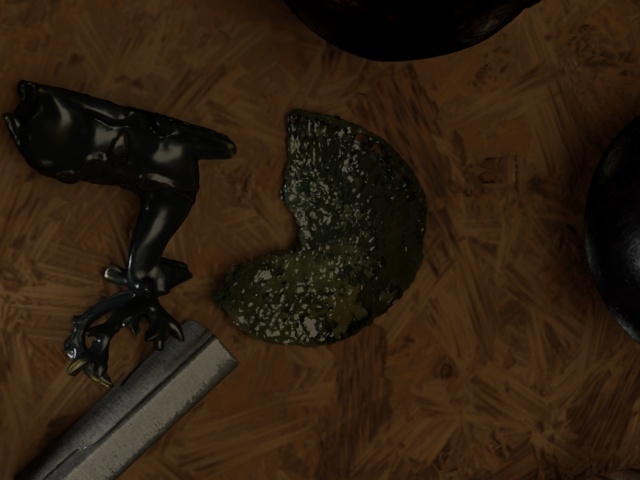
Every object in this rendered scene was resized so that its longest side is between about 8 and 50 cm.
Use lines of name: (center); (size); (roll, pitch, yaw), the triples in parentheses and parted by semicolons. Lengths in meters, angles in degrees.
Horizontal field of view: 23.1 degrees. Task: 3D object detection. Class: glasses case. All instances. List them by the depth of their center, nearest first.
glasses case: (-0.166, 0.153, 1.332); (0.205, 0.071, 0.047); (-42, 110, -13)

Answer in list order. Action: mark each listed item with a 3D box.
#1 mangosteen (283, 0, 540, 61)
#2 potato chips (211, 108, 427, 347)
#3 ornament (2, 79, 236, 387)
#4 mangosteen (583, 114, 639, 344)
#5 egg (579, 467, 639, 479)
mangosteen: (0.068, -0.305, 1.254); (0.297, 0.297, 0.313); (-31, 100, -18)
potato chips: (0.002, 0.001, 1.412); (0.202, 0.029, 0.220); (45, 76, -27)
ornament: (-0.186, 0.002, 1.292); (0.202, 0.080, 0.236); (14, 92, -31)
mangosteen: (0.385, -0.004, 1.477); (0.288, 0.288, 0.288); (-4, 100, -25)
egg: (0.282, 0.329, 1.511); (0.195, 0.195, 0.233); (38, 93, -26)
